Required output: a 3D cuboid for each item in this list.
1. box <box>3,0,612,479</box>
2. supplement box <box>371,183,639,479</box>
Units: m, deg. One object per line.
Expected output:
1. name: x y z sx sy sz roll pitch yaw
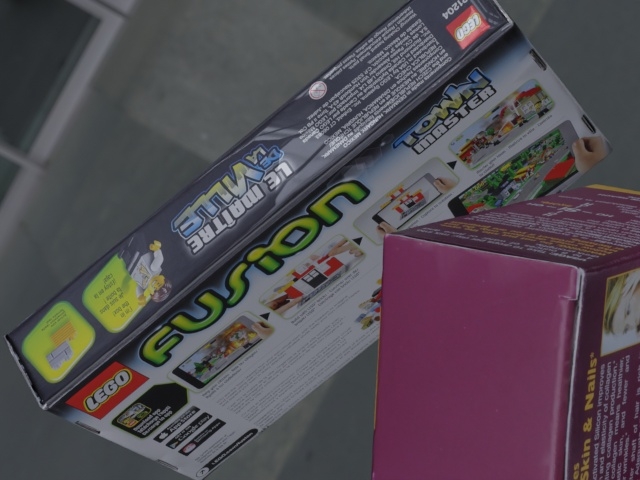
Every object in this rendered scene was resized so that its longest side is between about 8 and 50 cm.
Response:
1. box: 0.000 0.000 0.659 0.207 0.114 0.036 -39 58 8
2. supplement box: 0.051 0.022 0.357 0.043 0.083 0.055 11 104 35
